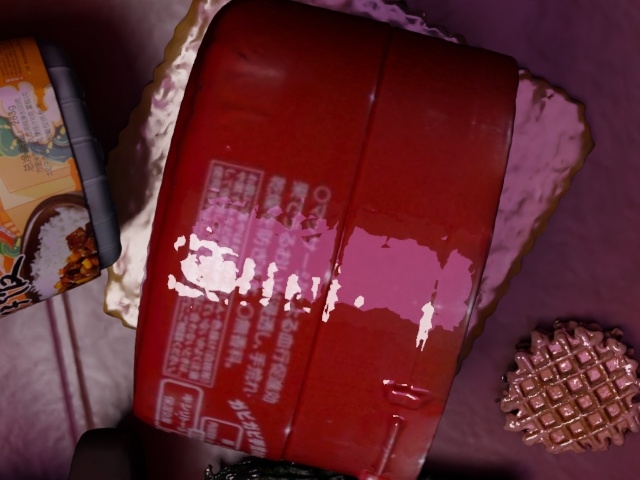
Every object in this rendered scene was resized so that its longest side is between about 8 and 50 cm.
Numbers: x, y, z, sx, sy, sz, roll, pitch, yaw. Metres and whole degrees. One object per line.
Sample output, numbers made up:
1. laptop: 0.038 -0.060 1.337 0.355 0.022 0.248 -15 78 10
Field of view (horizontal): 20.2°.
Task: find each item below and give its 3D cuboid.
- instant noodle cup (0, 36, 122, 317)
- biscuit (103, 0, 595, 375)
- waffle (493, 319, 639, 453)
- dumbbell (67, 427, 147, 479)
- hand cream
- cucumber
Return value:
1. instant noodle cup: -0.175 -0.029 0.919 0.126 0.177 0.208 -16 66 -11
2. biscuit: 0.001 -0.022 0.985 0.232 0.013 0.237 29 100 -5
3. waffle: 0.140 0.082 0.997 0.083 0.029 0.075 8 101 2
4. dumbbell: -0.205 0.166 0.963 0.225 0.140 0.124 3 144 1
5. hand cream: 0.000 0.000 0.870 0.149 0.230 0.230 11 102 -1
6. cucumber: 0.023 0.146 1.002 0.181 0.053 0.053 7 102 1
